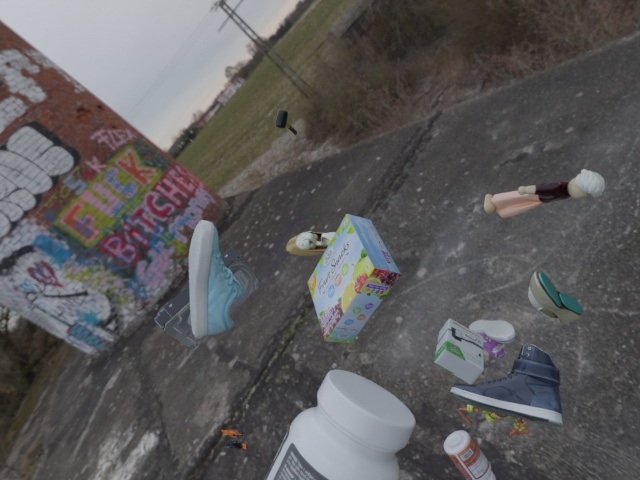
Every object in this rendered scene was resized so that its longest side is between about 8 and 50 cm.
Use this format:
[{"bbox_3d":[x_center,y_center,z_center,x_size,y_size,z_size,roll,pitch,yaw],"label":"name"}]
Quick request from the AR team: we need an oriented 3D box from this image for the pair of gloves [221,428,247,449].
[{"bbox_3d":[-0.264,0.612,1.235,0.074,0.083,0.010,-1,23,13],"label":"pair of gloves"}]

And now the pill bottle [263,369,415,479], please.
[{"bbox_3d":[0.008,0.332,0.538,0.278,0.162,0.162,-64,19,2],"label":"pill bottle"}]

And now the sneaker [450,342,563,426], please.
[{"bbox_3d":[0.423,0.312,0.915,0.227,0.086,0.163,5,64,23],"label":"sneaker"}]

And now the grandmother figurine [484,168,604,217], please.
[{"bbox_3d":[0.730,-0.148,1.304,0.208,0.103,0.343,-11,-1,-36],"label":"grandmother figurine"}]

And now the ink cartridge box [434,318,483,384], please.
[{"bbox_3d":[0.521,0.407,1.497,0.086,0.153,0.208,-66,-9,28],"label":"ink cartridge box"}]

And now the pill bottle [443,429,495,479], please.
[{"bbox_3d":[0.616,0.906,1.643,0.121,0.216,0.121,-36,2,1],"label":"pill bottle"}]

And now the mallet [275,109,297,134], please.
[{"bbox_3d":[-0.124,-0.457,1.556,0.190,0.039,0.062,-18,-62,-74],"label":"mallet"}]

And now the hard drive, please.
[{"bbox_3d":[-0.374,0.205,1.384,0.339,0.236,0.064,-43,60,-17],"label":"hard drive"}]

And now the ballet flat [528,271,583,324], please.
[{"bbox_3d":[0.607,0.161,1.064,0.086,0.249,0.086,-39,34,33],"label":"ballet flat"}]

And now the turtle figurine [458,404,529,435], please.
[{"bbox_3d":[0.637,0.581,1.373,0.217,0.270,0.087,112,178,-47],"label":"turtle figurine"}]

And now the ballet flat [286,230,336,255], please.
[{"bbox_3d":[0.000,0.000,1.125,0.233,0.073,0.080,0,57,22],"label":"ballet flat"}]

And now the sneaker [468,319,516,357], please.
[{"bbox_3d":[0.759,0.425,1.691,0.102,0.161,0.282,-32,-2,-6],"label":"sneaker"}]

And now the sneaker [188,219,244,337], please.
[{"bbox_3d":[-0.303,0.110,1.177,0.135,0.150,0.365,44,131,52],"label":"sneaker"}]

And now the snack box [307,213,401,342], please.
[{"bbox_3d":[0.058,0.079,0.829,0.207,0.070,0.174,-59,31,30],"label":"snack box"}]
